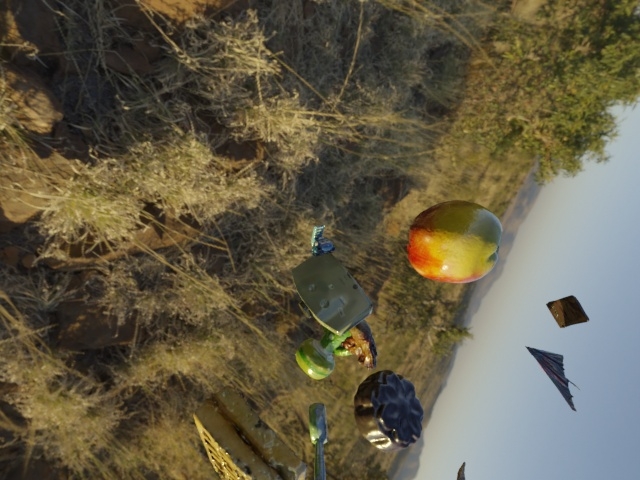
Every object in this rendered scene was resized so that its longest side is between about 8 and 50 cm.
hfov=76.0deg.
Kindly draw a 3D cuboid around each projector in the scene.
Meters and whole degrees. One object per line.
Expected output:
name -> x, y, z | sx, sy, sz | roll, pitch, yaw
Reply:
projector -> 0.023, 0.179, 1.352 | 0.194, 0.269, 0.088 | -34, 156, -13

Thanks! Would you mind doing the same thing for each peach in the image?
peach -> 0.337, 0.005, 1.041 | 0.231, 0.231, 0.231 | -46, 151, -35

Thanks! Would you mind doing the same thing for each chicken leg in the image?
chicken leg -> 0.137, 0.379, 1.637 | 0.083, 0.177, 0.322 | -39, 116, -43

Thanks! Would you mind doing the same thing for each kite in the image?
kite -> 0.799, 0.439, 1.403 | 0.016, 0.234, 0.321 | -52, 174, 27

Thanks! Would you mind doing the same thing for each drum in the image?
drum -> -0.005, 0.580, 1.185 | 0.253, 0.049, 0.130 | -91, 174, -70

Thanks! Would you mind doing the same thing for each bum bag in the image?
bum bag -> 0.913, 0.266, 1.518 | 0.026, 0.109, 0.159 | -21, 163, -11

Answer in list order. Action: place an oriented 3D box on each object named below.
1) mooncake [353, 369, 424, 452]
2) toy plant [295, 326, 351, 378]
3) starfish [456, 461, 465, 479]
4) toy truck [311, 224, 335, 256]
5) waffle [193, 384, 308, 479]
mooncake -> 0.262, 0.619, 1.505 | 0.141, 0.283, 0.283 | -38, 178, 42
toy plant -> 0.050, 0.460, 1.834 | 0.316, 0.224, 0.184 | -49, 142, 11
starfish -> 0.472, 0.893, 1.358 | 0.302, 0.299, 0.060 | 21, 134, -30
toy truck -> 0.000, 0.000, 1.228 | 0.056, 0.073, 0.090 | -15, 89, -30
waffle -> -0.149, 0.524, 0.947 | 0.114, 0.261, 0.376 | -38, 147, -35
